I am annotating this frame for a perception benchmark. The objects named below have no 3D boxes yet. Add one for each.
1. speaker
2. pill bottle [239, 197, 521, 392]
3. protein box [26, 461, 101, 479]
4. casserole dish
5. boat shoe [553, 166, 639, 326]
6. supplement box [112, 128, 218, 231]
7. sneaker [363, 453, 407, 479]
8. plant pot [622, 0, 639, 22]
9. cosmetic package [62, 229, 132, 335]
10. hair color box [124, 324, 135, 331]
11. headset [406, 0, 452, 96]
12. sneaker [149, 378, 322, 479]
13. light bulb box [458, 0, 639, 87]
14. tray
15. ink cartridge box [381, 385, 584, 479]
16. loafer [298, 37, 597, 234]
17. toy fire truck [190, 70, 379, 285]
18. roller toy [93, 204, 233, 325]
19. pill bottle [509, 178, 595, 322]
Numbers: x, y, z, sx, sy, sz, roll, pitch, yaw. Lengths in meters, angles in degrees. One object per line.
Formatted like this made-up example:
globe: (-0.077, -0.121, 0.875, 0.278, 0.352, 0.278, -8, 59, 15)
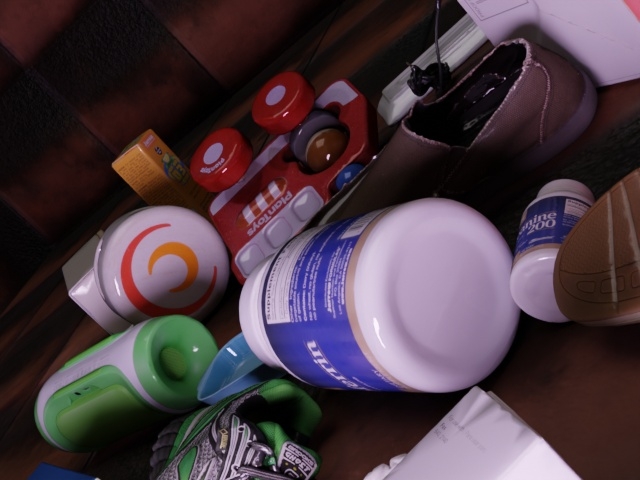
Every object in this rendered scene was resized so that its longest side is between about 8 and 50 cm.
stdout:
speaker: (-0.257, 0.191, 1.276, 0.296, 0.131, 0.131, -29, 22, 43)
pill bottle: (0.037, 0.055, 0.860, 0.153, 0.153, 0.265, -51, 17, -24)
protein box: (-0.251, 0.330, 0.899, 0.201, 0.136, 0.200, -52, 18, -25)
casserole dish: (-0.067, 0.132, 1.129, 0.188, 0.037, 0.114, -34, 19, 29)
boat shoe: (0.272, -0.012, 0.611, 0.285, 0.089, 0.104, -32, 46, 44)
supplement box: (-0.270, -0.090, 1.812, 0.080, 0.233, 0.078, -36, 18, 28)
sneaker: (0.025, 0.213, 0.658, 0.170, 0.068, 0.071, -44, 22, -1)
plant pot: (0.360, -0.273, 0.749, 0.243, 0.275, 0.275, -43, 12, 47)
cosmetic package: (-0.358, 0.084, 1.733, 0.113, 0.160, 0.309, -46, 17, -8)
hair color box: (-0.345, 0.215, 1.563, 0.167, 0.053, 0.093, -40, 15, 20)
headset: (0.240, -0.362, 1.330, 0.394, 0.243, 0.185, -56, -15, 26)
sneaker: (-0.080, 0.215, 0.780, 0.146, 0.134, 0.343, -38, 17, 20)
light bulb box: (0.292, -0.406, 1.023, 0.361, 0.358, 0.225, -48, 19, -18)
tray: (0.194, -0.294, 1.570, 0.270, 0.030, 0.145, -42, 17, 9)
ink cartridge box: (0.066, 0.190, 0.475, 0.191, 0.139, 0.082, -45, 15, -2)
loafer: (0.103, -0.084, 1.016, 0.366, 0.130, 0.134, -40, 41, 10)
toy fire truck: (-0.031, -0.088, 1.427, 0.302, 0.169, 0.254, -42, 41, 6)
roller toy: (-0.244, 0.039, 1.506, 0.209, 0.191, 0.146, -48, 16, -13)
pill bottle: (0.188, 0.003, 0.775, 0.067, 0.067, 0.120, -33, 20, 35)
